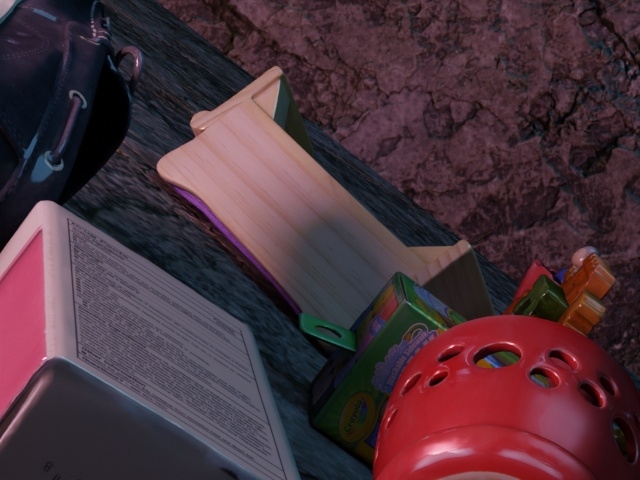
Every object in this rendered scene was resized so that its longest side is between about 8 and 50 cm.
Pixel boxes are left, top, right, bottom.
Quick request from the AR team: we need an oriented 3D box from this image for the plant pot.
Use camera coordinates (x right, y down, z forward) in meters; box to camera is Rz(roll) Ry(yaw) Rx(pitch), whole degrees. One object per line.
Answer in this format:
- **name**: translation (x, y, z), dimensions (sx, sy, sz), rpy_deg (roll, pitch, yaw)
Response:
- **plant pot**: translation (0.125, 0.168, 1.173), dimensions (0.191, 0.191, 0.174), rpy_deg (37, 23, -3)

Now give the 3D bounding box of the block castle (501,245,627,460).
- **block castle**: translation (0.324, 0.173, 1.862), dimensions (0.303, 0.213, 0.453), rpy_deg (37, 10, -2)

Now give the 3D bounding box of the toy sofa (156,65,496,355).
- **toy sofa**: translation (0.000, 0.000, 1.798), dimensions (0.362, 0.177, 0.150), rpy_deg (44, -13, 36)

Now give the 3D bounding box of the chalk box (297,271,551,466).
- **chalk box**: translation (0.076, 0.118, 1.457), dimensions (0.213, 0.132, 0.132), rpy_deg (36, 9, -7)

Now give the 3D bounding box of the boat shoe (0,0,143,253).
- **boat shoe**: translation (-0.227, -0.099, 1.274), dimensions (0.156, 0.187, 0.500), rpy_deg (41, 14, -10)

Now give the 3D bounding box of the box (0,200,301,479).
- **box**: translation (-0.113, 0.097, 0.879), dimensions (0.148, 0.127, 0.232), rpy_deg (34, 10, -18)
